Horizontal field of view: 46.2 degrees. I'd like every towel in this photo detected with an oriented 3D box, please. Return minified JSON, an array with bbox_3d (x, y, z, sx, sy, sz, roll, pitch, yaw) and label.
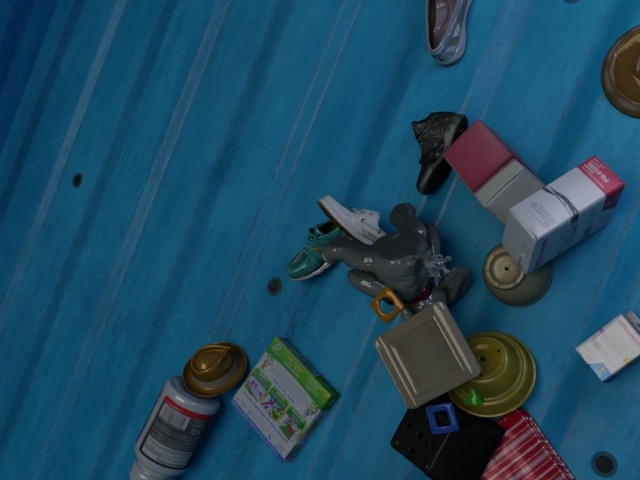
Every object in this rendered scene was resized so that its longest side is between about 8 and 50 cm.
[{"bbox_3d":[0.464,0.546,1.719,0.199,0.031,0.275,-43,62,20],"label":"towel"}]

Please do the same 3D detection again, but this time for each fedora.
[{"bbox_3d":[-0.313,0.356,2.175,0.194,0.079,0.194,-6,48,6],"label":"fedora"}]

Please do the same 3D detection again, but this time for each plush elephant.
[{"bbox_3d":[0.215,0.102,1.826,0.272,0.255,0.330,-31,35,-21],"label":"plush elephant"}]

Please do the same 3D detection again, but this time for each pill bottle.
[{"bbox_3d":[-0.437,0.575,2.206,0.176,0.176,0.318,32,99,33],"label":"pill bottle"}]

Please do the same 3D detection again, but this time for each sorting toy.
[{"bbox_3d":[0.239,0.254,1.676,0.196,0.047,0.348,-34,75,25],"label":"sorting toy"}]

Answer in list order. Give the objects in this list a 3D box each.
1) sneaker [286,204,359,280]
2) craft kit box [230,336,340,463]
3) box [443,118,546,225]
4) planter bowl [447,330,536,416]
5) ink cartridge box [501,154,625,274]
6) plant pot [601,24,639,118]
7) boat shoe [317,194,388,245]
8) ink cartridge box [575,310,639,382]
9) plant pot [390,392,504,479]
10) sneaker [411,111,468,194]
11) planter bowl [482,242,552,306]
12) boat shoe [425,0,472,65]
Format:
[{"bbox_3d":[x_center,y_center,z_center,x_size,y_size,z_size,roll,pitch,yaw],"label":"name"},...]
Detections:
[{"bbox_3d":[0.000,0.000,2.059,0.275,0.110,0.107,-43,41,16],"label":"sneaker"},{"bbox_3d":[-0.104,0.440,2.090,0.250,0.061,0.247,43,107,31],"label":"craft kit box"},{"bbox_3d":[0.415,-0.153,1.761,0.127,0.148,0.232,-46,38,17],"label":"box"},{"bbox_3d":[0.381,0.289,1.735,0.217,0.090,0.217,-12,54,17],"label":"planter bowl"},{"bbox_3d":[0.525,-0.052,1.646,0.237,0.172,0.100,-31,62,-10],"label":"ink cartridge box"},{"bbox_3d":[0.755,-0.393,1.700,0.236,0.032,0.236,-7,77,31],"label":"plant pot"},{"bbox_3d":[0.115,-0.040,1.952,0.096,0.277,0.098,-51,16,0],"label":"boat shoe"},{"bbox_3d":[0.645,0.229,1.623,0.143,0.090,0.092,-42,62,18],"label":"ink cartridge box"},{"bbox_3d":[0.276,0.462,1.746,0.188,0.167,0.187,31,93,46],"label":"plant pot"},{"bbox_3d":[0.282,-0.232,1.946,0.130,0.087,0.227,22,90,35],"label":"sneaker"},{"bbox_3d":[0.450,0.070,1.767,0.162,0.109,0.162,-7,77,32],"label":"planter bowl"},{"bbox_3d":[0.327,-0.626,1.974,0.118,0.103,0.320,2,83,33],"label":"boat shoe"}]
